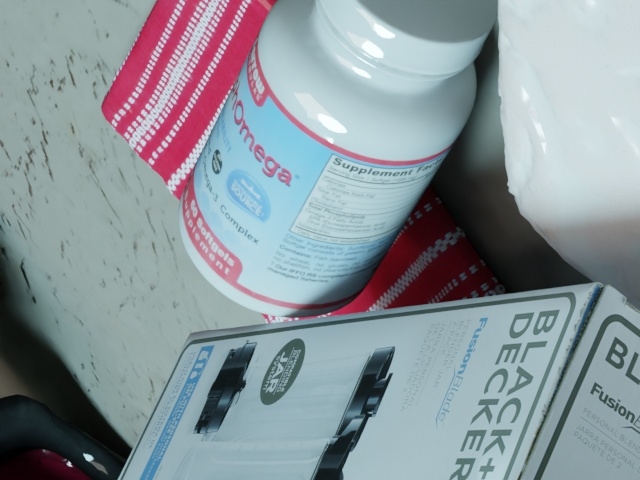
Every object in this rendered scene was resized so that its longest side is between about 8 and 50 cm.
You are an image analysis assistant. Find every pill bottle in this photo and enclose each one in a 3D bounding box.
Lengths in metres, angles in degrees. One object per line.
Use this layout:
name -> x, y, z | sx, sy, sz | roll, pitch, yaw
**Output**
pill bottle -> 0.007, -0.047, 0.773 | 0.087, 0.087, 0.160 | 47, 138, 17

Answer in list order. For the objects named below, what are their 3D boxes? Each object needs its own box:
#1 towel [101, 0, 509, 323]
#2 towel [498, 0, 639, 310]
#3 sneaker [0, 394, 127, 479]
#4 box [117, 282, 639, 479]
towel -> 0.000, 0.000, 0.924 | 0.275, 0.031, 0.199 | 54, 153, 5
towel -> 0.164, -0.069, 0.537 | 0.317, 0.053, 0.332 | 35, 146, 37
sneaker -> -0.103, 0.289, 1.258 | 0.483, 0.185, 0.202 | 42, 155, 24
box -> 0.059, 0.104, 0.763 | 0.169, 0.087, 0.290 | 36, 157, -24
